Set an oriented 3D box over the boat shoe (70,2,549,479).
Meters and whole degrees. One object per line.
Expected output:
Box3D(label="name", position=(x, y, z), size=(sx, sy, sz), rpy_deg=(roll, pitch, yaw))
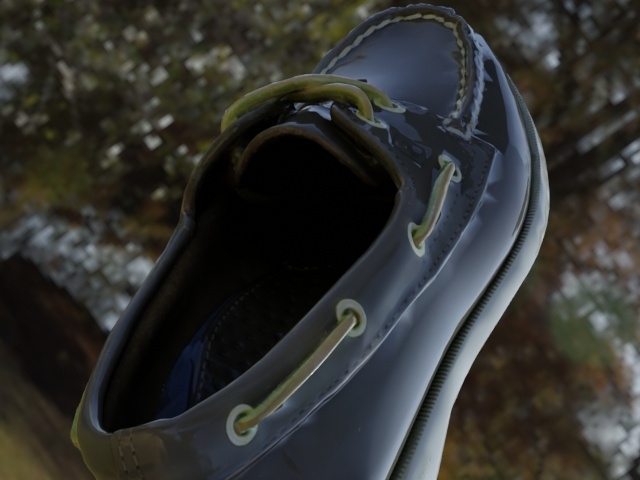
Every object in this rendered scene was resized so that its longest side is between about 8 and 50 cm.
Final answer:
Box3D(label="boat shoe", position=(0.004, -0.001, 0.599), size=(0.091, 0.109, 0.305), rpy_deg=(66, 30, -32))
